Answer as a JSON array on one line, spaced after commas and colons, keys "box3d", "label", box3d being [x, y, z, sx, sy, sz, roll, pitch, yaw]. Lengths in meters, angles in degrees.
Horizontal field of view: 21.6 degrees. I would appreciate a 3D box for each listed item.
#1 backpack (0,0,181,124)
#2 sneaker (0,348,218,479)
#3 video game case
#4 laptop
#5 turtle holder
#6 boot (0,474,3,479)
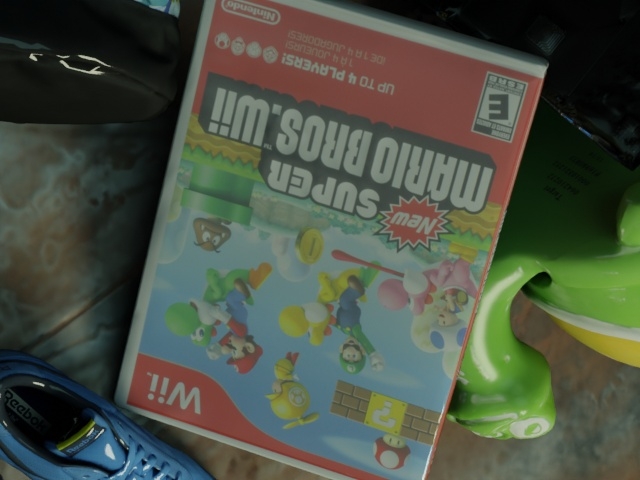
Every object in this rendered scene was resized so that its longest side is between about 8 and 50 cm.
[{"box3d": [-0.203, -0.261, 0.915, 0.290, 0.273, 0.355, 5, 78, -17], "label": "backpack"}, {"box3d": [-0.131, 0.139, 1.029, 0.209, 0.082, 0.069, 37, 76, -21], "label": "sneaker"}, {"box3d": [0.000, 0.000, 1.006, 0.204, 0.025, 0.285, 17, 108, 9], "label": "video game case"}, {"box3d": [0.144, -0.195, 1.059, 0.264, 0.136, 0.234, 39, 77, 2], "label": "laptop"}, {"box3d": [0.227, -0.008, 1.091, 0.320, 0.243, 0.227, -59, 134, -27], "label": "turtle holder"}, {"box3d": [-0.202, 0.236, 1.013, 0.082, 0.106, 0.219, 0, 120, -27], "label": "boot"}]
